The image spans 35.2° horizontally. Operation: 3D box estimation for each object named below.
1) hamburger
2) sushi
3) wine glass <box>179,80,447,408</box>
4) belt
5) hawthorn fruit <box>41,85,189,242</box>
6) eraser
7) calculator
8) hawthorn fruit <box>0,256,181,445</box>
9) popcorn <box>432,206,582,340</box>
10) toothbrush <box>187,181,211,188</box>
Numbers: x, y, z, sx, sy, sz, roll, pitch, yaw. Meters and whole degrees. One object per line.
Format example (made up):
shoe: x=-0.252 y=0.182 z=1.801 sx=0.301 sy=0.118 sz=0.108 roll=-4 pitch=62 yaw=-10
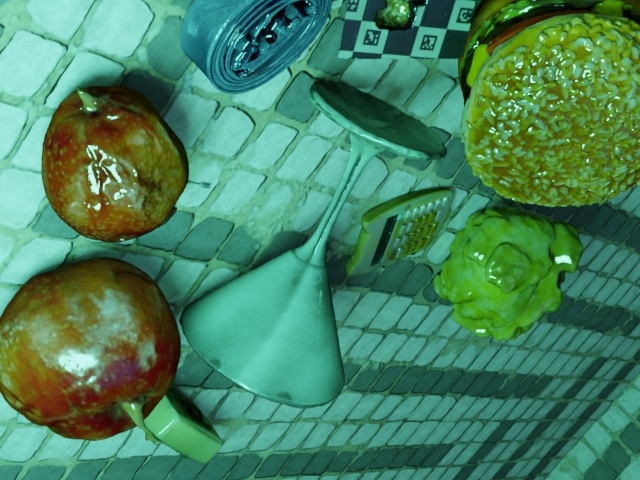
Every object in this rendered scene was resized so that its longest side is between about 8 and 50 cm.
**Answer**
hamburger: x=0.355 y=-0.213 z=1.453 sx=0.330 sy=0.250 sz=0.330 roll=3 pitch=141 yaw=3
sushi: x=0.117 y=-0.347 z=1.324 sx=0.192 sy=0.050 sz=0.215 roll=-5 pitch=125 yaw=-23
wine glass: x=0.000 y=0.000 z=1.428 sx=0.267 sy=0.267 sz=0.406 roll=3 pitch=122 yaw=-48
belt: x=-0.070 y=-0.263 z=1.194 sx=0.190 sy=0.082 sz=0.141 roll=-40 pitch=153 yaw=-1
hawthorn fruit: x=-0.232 y=-0.087 z=1.159 sx=0.174 sy=0.173 sz=0.179 roll=-6 pitch=133 yaw=-43
eraser: x=-0.234 y=0.284 z=1.616 sx=0.058 sy=0.117 sz=0.172 roll=-41 pitch=147 yaw=-2
calculator: x=0.141 y=-0.020 z=1.746 sx=0.237 sy=0.033 sz=0.157 roll=-17 pitch=139 yaw=-38
hawthorn fruit: x=-0.278 y=0.161 z=1.290 sx=0.242 sy=0.272 sz=0.241 roll=-38 pitch=152 yaw=-24
popcorn: x=0.350 y=0.062 z=1.904 sx=0.242 sy=0.235 sz=0.250 roll=22 pitch=134 yaw=-10
toothbrush: x=-0.184 y=-0.078 z=1.354 sx=0.097 sy=0.008 sz=0.006 roll=7 pitch=109 yaw=-49
